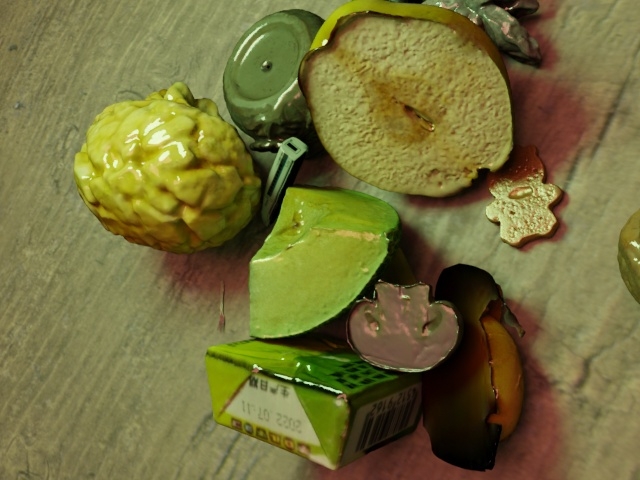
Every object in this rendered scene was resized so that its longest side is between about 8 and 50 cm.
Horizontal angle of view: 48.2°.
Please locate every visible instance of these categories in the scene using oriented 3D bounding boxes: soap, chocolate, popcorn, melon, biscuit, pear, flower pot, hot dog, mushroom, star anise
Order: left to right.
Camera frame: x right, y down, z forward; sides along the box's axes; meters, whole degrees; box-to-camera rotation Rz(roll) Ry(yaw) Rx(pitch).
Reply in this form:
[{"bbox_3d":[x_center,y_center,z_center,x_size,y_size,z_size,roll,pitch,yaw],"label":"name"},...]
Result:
[{"bbox_3d":[-0.309,-0.129,1.464,0.354,0.344,0.390,-24,34,-7],"label":"popcorn"},{"bbox_3d":[-0.048,-0.305,1.464,0.302,0.213,0.301,-10,70,30],"label":"flower pot"},{"bbox_3d":[0.000,0.000,1.317,0.226,0.343,0.331,43,114,-3],"label":"melon"},{"bbox_3d":[0.001,0.255,1.211,0.289,0.301,0.137,11,95,34],"label":"chocolate"},{"bbox_3d":[0.132,0.074,1.332,0.089,0.045,0.140,-34,58,22],"label":"soap"},{"bbox_3d":[0.141,0.142,1.158,0.188,0.117,0.141,1,78,21],"label":"mushroom"},{"bbox_3d":[0.160,-0.270,1.269,0.340,0.386,0.191,-35,22,36],"label":"pear"},{"bbox_3d":[0.277,-0.448,1.348,0.316,0.139,0.359,-48,62,4],"label":"star anise"},{"bbox_3d":[0.269,0.207,1.164,0.194,0.107,0.326,-3,67,50],"label":"hot dog"},{"bbox_3d":[0.349,-0.077,1.257,0.133,0.027,0.184,-32,59,21],"label":"biscuit"}]

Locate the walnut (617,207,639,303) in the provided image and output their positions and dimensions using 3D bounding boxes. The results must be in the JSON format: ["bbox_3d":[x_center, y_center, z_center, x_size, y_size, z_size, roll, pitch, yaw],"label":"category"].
[{"bbox_3d":[0.534,0.039,1.009,0.198,0.198,0.245,-32,57,20],"label":"walnut"}]

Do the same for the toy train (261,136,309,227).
[{"bbox_3d":[-0.088,-0.106,1.443,0.048,0.252,0.055,35,52,5],"label":"toy train"}]

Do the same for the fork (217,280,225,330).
[{"bbox_3d":[-0.215,0.141,1.550,0.016,0.012,0.115,-12,64,24],"label":"fork"}]

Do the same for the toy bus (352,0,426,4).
[{"bbox_3d":[0.094,-0.551,1.424,0.165,0.271,0.133,19,86,41],"label":"toy bus"}]
